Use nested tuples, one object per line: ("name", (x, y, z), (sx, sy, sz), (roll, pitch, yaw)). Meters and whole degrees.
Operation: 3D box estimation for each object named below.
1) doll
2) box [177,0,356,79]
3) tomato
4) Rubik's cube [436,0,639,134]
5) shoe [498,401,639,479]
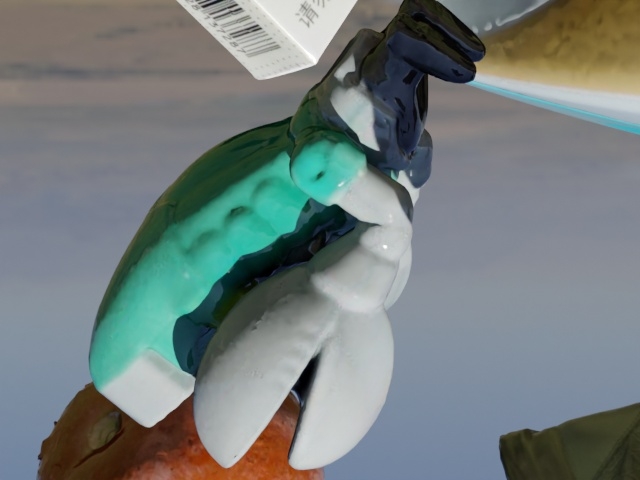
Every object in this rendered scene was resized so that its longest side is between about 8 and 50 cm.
("doll", (-0.009, 0.012, 0.952), (0.195, 0.153, 0.258), (-51, -177, -38))
("box", (-0.087, -0.311, 1.474), (0.330, 0.210, 0.095), (43, 153, -22))
("tomato", (-0.098, 0.182, 1.398), (0.184, 0.208, 0.208), (41, 158, -30))
("Rubik's cube", (0.321, -0.248, 1.505), (0.352, 0.352, 0.347), (8, -173, -38))
("shoe", (0.150, 0.149, 0.743), (0.098, 0.103, 0.275), (-30, -146, 6))
